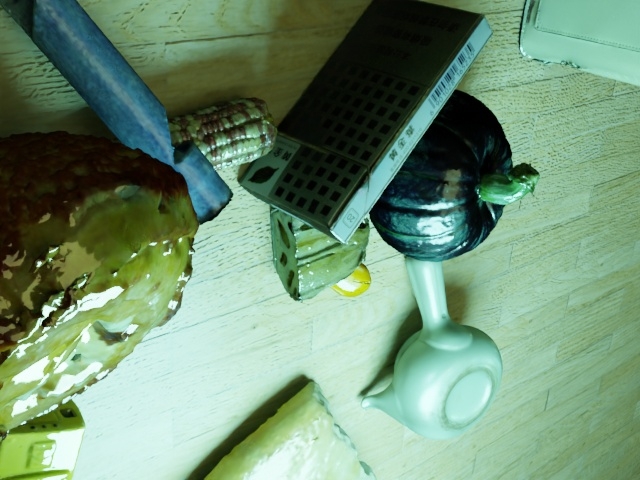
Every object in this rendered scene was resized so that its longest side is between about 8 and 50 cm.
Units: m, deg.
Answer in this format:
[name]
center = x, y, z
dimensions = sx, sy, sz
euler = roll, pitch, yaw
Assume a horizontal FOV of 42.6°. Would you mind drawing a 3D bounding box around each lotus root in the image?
[lotus root]
center = -0.002, 0.000, 1.146
dimensions = 0.144, 0.070, 0.143
euler = -13, 113, -35

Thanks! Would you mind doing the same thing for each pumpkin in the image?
[pumpkin]
center = 0.192, -0.087, 1.155
dimensions = 0.248, 0.248, 0.248
euler = -22, 125, -35

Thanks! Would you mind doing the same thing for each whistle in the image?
[whistle]
center = -0.201, -0.142, 0.827
dimensions = 0.062, 0.062, 0.304
euler = -46, 116, -17

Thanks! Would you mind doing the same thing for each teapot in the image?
[teapot]
center = 0.213, 0.180, 1.390
dimensions = 0.220, 0.149, 0.318
euler = 6, 107, -39

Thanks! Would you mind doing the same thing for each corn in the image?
[corn]
center = -0.155, -0.109, 0.940
dimensions = 0.237, 0.079, 0.079
euler = -18, 123, -31

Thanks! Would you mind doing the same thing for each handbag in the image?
[handbag]
center = 0.498, -0.350, 1.234
dimensions = 0.160, 0.358, 0.237
euler = -1, 112, -46

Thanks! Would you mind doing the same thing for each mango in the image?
[mango]
center = 0.038, 0.055, 1.230
dimensions = 0.089, 0.046, 0.060
euler = 11, 103, -42

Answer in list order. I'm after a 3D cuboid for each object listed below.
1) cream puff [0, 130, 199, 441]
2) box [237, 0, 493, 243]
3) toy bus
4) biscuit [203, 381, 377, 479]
[cream puff]
center = -0.275, 0.028, 0.759
dimensions = 0.350, 0.229, 0.350
euler = -38, 168, -10
[box]
center = 0.054, -0.163, 1.030
dimensions = 0.325, 0.180, 0.047
euler = -54, 138, -9
[toy bus]
center = -0.364, 0.327, 0.924
dimensions = 0.121, 0.123, 0.335
euler = 5, 107, -45
[biscuit]
center = -0.068, 0.473, 1.303
dimensions = 0.446, 0.104, 0.429
euler = -36, 132, -27
